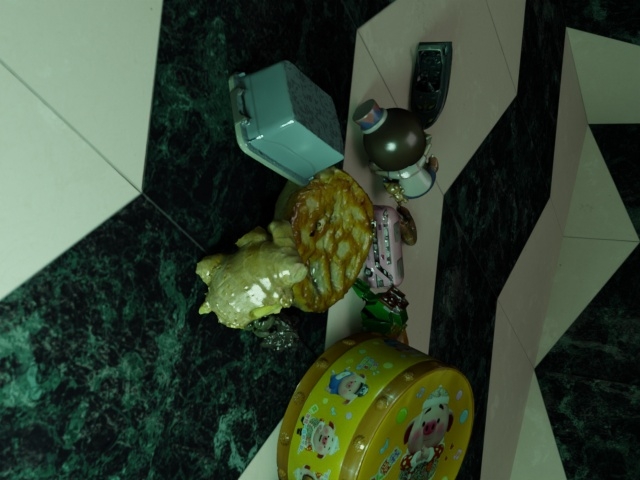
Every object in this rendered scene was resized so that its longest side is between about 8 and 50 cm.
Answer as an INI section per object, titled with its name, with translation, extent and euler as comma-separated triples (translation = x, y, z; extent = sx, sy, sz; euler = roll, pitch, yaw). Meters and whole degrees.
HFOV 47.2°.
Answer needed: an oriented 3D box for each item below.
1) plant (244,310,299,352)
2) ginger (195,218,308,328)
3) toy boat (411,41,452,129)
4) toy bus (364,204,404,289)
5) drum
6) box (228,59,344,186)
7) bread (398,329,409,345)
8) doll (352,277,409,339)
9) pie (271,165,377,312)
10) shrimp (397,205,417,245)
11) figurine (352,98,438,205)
[plant]
translation = -0.095, 0.158, 1.368
extent = 0.085, 0.087, 0.174
euler = -53, 138, -4
[ginger]
translation = -0.121, 0.065, 1.213
extent = 0.157, 0.216, 0.102
euler = 62, 14, 21
[toy boat]
translation = 0.282, -0.402, 1.883
extent = 0.103, 0.093, 0.245
euler = 23, 75, -65
[toy bus]
translation = 0.144, 0.017, 1.720
extent = 0.063, 0.090, 0.203
euler = -36, 125, -52
[drum]
translation = 0.121, 0.418, 1.538
extent = 0.431, 0.214, 0.430
euler = -22, 121, -42
[box]
translation = -0.059, -0.208, 1.303
extent = 0.227, 0.130, 0.162
euler = 27, 48, -55
[bread]
translation = 0.193, 0.244, 1.868
extent = 0.062, 0.049, 0.103
euler = -56, 138, -51
[doll]
translation = 0.137, 0.190, 1.708
extent = 0.106, 0.135, 0.186
euler = -37, 132, -55
[pie]
translation = 0.000, 0.000, 1.491
extent = 0.315, 0.093, 0.314
euler = -19, 113, -52
[shrimp]
translation = 0.217, -0.050, 1.872
extent = 0.162, 0.045, 0.095
euler = 48, 54, -48
[figurine]
translation = 0.176, -0.217, 1.697
extent = 0.275, 0.161, 0.158
euler = 59, 6, -47
